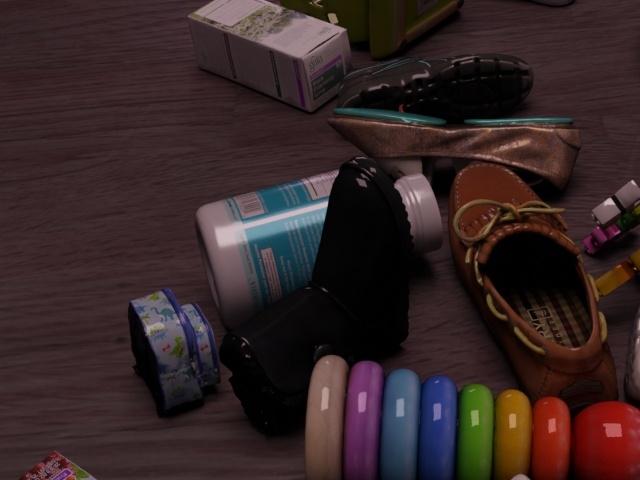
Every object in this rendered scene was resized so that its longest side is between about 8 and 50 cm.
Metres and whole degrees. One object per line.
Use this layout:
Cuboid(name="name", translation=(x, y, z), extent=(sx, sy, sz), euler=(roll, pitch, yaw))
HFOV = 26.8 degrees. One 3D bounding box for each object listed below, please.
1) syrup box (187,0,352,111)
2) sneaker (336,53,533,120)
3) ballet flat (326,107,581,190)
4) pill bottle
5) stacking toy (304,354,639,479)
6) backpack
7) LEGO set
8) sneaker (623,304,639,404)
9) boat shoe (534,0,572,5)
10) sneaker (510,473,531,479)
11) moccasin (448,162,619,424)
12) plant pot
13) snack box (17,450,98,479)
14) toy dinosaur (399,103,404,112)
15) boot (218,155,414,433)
Cuboid(name="syrup box", translation=(-0.072, -0.274, 1.924), extent=(0.236, 0.096, 0.093), euler=(26, 51, 35))
Cuboid(name="sneaker", translation=(0.150, -0.217, 1.810), extent=(0.267, 0.101, 0.106), euler=(-7, 35, 1))
Cuboid(name="ballet flat", translation=(0.159, -0.105, 1.659), extent=(0.315, 0.106, 0.107), euler=(4, 6, 12))
Cuboid(name="pill bottle", translation=(0.000, 0.000, 1.522), extent=(0.264, 0.146, 0.146), euler=(-15, 38, -8))
Cuboid(name="stacking toy", translation=(0.155, 0.184, 1.279), extent=(0.330, 0.141, 0.141), euler=(2, 39, 6))
Cuboid(name="backpack", translation=(-0.158, 0.110, 1.435), extent=(0.084, 0.114, 0.105), euler=(-21, 39, -16))
Cuboid(name="LEGO set", translation=(0.325, 0.012, 1.462), extent=(0.093, 0.227, 0.087), euler=(-36, 76, 6))
Cuboid(name="sneaker", translation=(0.410, 0.072, 1.394), extent=(0.129, 0.111, 0.297), euler=(26, 51, 25))
Cuboid(name="boat shoe", translation=(0.288, -0.421, 2.064), extent=(0.226, 0.076, 0.083), euler=(13, 42, 25))
Cuboid(name="sneaker", translation=(0.189, 0.316, 1.150), extent=(0.115, 0.090, 0.232), euler=(-32, 42, -1))
Cuboid(name="moccasin", translation=(0.216, 0.028, 1.445), extent=(0.139, 0.147, 0.380), euler=(-7, 38, 1))
Cuboid(name="plant pot", translation=(0.086, -0.413, 1.979), extent=(0.207, 0.228, 0.227), euler=(32, 52, 30))
Cuboid(name="snack box", translation=(-0.261, 0.311, 1.234), extent=(0.174, 0.070, 0.207), euler=(25, 50, 36))
Cuboid(name="toy dinosaur", translation=(0.145, -0.136, 1.738), extent=(0.082, 0.090, 0.047), euler=(-9, 41, 56))
Cuboid(name="boot", translation=(-0.007, 0.060, 1.370), extent=(0.207, 0.247, 0.094), euler=(-31, 43, -31))
